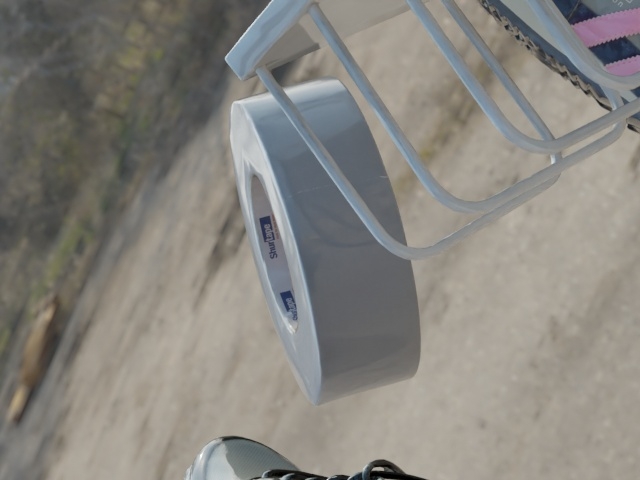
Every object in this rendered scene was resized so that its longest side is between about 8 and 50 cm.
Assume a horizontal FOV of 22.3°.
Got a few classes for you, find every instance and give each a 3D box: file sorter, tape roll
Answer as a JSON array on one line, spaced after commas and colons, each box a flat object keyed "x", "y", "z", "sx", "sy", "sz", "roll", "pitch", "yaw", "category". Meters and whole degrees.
[{"x": 0.119, "y": -0.136, "z": 0.903, "sx": 0.193, "sy": 0.173, "sz": 0.277, "roll": -28, "pitch": -10, "yaw": -41, "category": "file sorter"}, {"x": 0.000, "y": 0.000, "z": 1.123, "sx": 0.219, "sy": 0.072, "sz": 0.219, "roll": 165, "pitch": 90, "yaw": -81, "category": "tape roll"}]

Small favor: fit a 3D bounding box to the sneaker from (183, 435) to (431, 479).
[{"x": 0.021, "y": 0.147, "z": 0.772, "sx": 0.271, "sy": 0.100, "sz": 0.108, "roll": 29, "pitch": 104, "yaw": 56, "category": "sneaker"}]

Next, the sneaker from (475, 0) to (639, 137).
[{"x": 0.248, "y": -0.129, "z": 1.100, "sx": 0.131, "sy": 0.319, "sz": 0.112, "roll": -51, "pitch": 0, "yaw": 5, "category": "sneaker"}]
